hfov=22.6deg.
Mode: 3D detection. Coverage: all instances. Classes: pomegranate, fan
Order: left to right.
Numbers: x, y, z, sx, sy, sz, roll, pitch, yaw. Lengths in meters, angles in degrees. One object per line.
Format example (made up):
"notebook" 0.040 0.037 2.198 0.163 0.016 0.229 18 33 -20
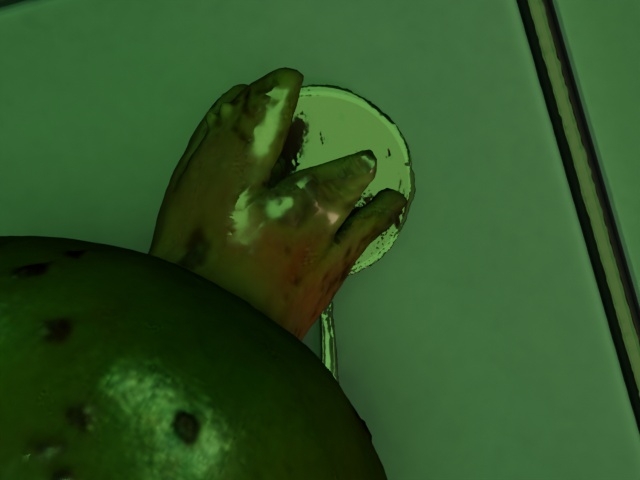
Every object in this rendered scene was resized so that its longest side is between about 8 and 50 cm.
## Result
"pomegranate" -0.054 0.083 0.558 0.286 0.231 0.231 -38 89 -15
"fan" 0.000 0.000 0.682 0.085 0.005 0.133 -5 89 0
